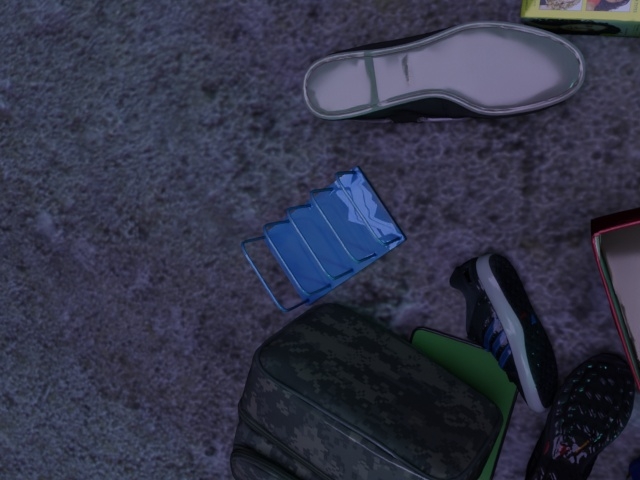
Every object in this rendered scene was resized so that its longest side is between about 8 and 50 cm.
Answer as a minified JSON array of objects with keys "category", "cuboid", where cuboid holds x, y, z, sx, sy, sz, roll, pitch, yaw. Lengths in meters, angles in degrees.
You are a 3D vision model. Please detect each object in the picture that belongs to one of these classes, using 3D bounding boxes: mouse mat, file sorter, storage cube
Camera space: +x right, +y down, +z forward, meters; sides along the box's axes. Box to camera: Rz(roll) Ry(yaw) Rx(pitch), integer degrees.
[{"category":"mouse mat","cuboid":[0.172,0.221,0.976,0.152,0.007,0.190,17,102,18]},{"category":"file sorter","cuboid":[0.000,0.000,0.962,0.170,0.104,0.118,-35,83,20]},{"category":"storage cube","cuboid":[0.400,0.048,0.776,0.183,0.193,0.215,-19,90,21]}]

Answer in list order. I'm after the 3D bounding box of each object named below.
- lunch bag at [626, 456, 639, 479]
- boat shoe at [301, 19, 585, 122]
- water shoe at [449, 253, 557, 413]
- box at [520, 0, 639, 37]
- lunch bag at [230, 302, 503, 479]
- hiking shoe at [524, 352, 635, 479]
[{"category":"lunch bag","cuboid":[0.466,0.404,0.722,0.385,0.328,0.239,45,103,9]},{"category":"boat shoe","cuboid":[0.144,-0.200,0.906,0.334,0.095,0.112,-2,98,15]},{"category":"water shoe","cuboid":[0.228,0.116,0.922,0.080,0.072,0.203,-23,85,44]},{"category":"box","cuboid":[0.345,-0.260,0.820,0.232,0.087,0.058,8,96,20]},{"category":"lunch bag","cuboid":[0.044,0.270,0.924,0.305,0.212,0.256,29,122,19]},{"category":"hiking shoe","cuboid":[0.295,0.237,0.889,0.086,0.114,0.227,31,77,10]}]
